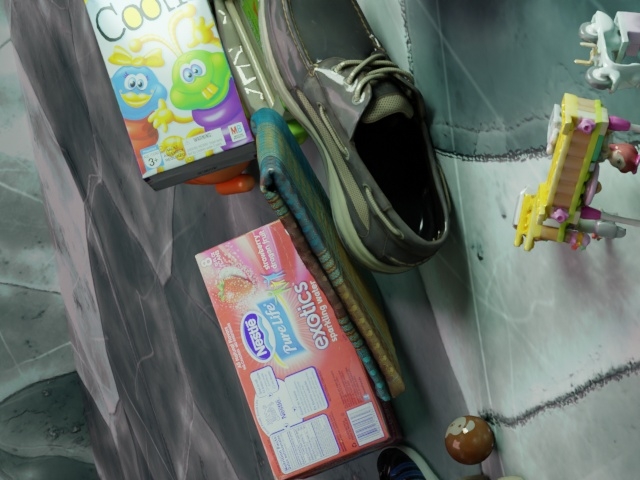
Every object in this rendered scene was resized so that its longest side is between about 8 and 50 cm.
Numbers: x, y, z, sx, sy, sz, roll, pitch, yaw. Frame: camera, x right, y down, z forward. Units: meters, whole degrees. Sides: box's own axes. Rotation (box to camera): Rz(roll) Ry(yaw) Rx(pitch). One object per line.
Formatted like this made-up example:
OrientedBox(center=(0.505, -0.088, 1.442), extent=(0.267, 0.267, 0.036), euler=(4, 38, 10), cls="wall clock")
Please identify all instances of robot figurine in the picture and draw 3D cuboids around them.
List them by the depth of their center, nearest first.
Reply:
OrientedBox(center=(-0.167, -0.141, 1.970), extent=(0.219, 0.128, 0.158), euler=(-173, 79, -69), cls="robot figurine")

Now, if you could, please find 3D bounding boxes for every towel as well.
OrientedBox(center=(0.000, 0.000, 1.473), extent=(0.271, 0.040, 0.370), euler=(60, -175, -14), cls="towel")

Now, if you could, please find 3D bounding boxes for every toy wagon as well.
OrientedBox(center=(-0.079, -0.246, 1.731), extent=(0.344, 0.068, 0.267), euler=(117, 133, -66), cls="toy wagon")

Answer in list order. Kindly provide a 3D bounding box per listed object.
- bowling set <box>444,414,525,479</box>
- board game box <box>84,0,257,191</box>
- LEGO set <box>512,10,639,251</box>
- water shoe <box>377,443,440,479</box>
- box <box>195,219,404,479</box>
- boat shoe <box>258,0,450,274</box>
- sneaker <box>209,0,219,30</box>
OrientedBox(center=(0.134, 0.303, 1.477), extent=(0.199, 0.154, 0.287), euler=(70, 159, 8), cls="bowling set")
OrientedBox(center=(-0.187, -0.218, 1.682), extent=(0.142, 0.144, 0.275), euler=(89, 162, -85), cls="board game box")
OrientedBox(center=(0.227, -0.044, 1.101), extent=(0.287, 0.107, 0.132), euler=(98, -176, -57), cls="LEGO set")
OrientedBox(center=(0.102, 0.311, 1.674), extent=(0.203, 0.080, 0.073), euler=(-146, 44, -60), cls="water shoe")
OrientedBox(center=(-0.025, 0.135, 1.705), extent=(0.142, 0.154, 0.300), euler=(39, -152, -76), cls="box")
OrientedBox(center=(0.052, -0.140, 1.425), extent=(0.130, 0.132, 0.355), euler=(-14, 101, 59), cls="boat shoe")
OrientedBox(center=(-0.210, -0.322, 1.980), extent=(0.283, 0.107, 0.124), euler=(132, 125, -67), cls="sneaker")
